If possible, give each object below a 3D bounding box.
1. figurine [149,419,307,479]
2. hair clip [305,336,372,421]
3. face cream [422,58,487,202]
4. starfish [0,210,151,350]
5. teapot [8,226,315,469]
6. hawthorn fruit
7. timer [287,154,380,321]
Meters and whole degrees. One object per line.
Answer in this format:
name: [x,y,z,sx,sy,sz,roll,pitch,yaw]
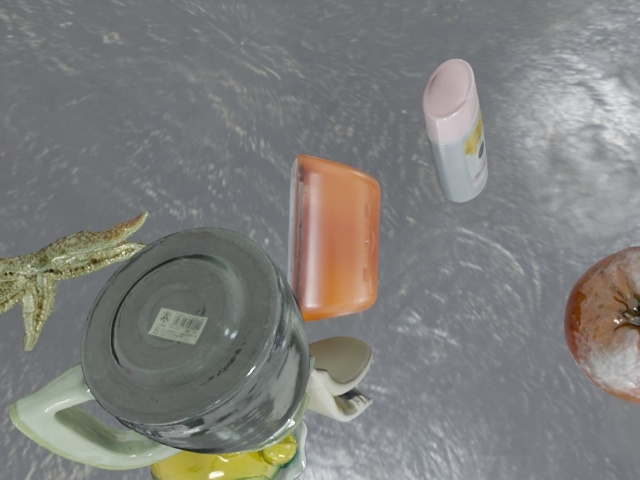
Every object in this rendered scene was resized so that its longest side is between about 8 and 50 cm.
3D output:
figurine: [-0.167,0.350,1.939,0.324,0.340,0.231,1,78,18]
hair clip: [-0.011,0.209,1.697,0.173,0.282,0.113,18,99,32]
face cream: [0.154,-0.117,1.256,0.057,0.198,0.084,16,69,18]
starfish: [-0.390,0.046,1.592,0.347,0.358,0.078,-33,76,-2]
teapot: [-0.143,0.169,1.262,0.321,0.239,0.239,-47,141,-11]
hawthorn fruit: [0.484,0.118,1.667,0.231,0.263,0.235,44,113,-2]
timer: [0.000,0.000,1.797,0.161,0.250,0.257,2,89,12]
